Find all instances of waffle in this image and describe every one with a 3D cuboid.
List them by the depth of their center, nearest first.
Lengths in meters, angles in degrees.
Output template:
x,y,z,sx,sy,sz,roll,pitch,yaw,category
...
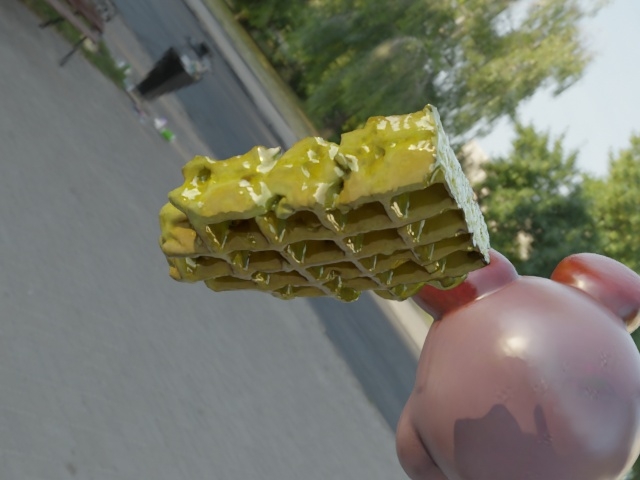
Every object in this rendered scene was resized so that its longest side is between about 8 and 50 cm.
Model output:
x,y,z,sx,sy,sz,roll,pitch,yaw,category
0.000,-0.001,0.654,0.229,0.219,0.057,49,34,-63,waffle

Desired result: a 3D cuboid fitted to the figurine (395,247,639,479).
x,y,z,sx,sy,sz,roll,pitch,yaw,category
0.198,0.129,0.878,0.270,0.261,0.211,10,-1,-10,figurine
